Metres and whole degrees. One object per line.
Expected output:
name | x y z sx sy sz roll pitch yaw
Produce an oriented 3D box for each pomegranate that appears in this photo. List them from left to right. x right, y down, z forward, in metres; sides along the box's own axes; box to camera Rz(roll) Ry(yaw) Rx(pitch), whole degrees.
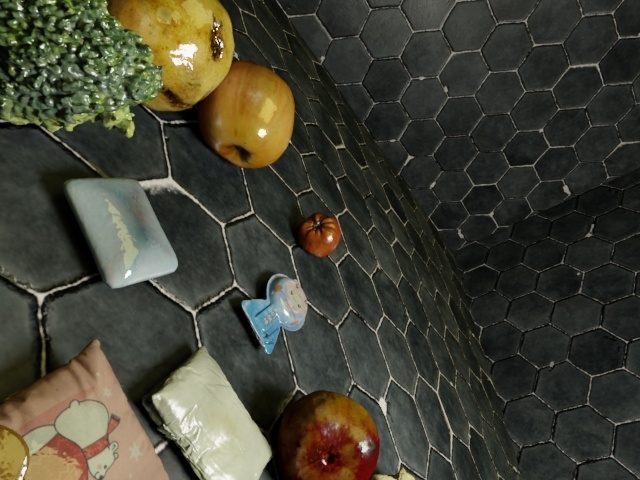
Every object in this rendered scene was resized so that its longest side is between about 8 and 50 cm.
pomegranate | -0.296 -0.383 0.838 0.260 0.260 0.260 45 29 -33

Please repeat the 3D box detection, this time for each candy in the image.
candy | -0.302 -0.018 0.664 0.174 0.071 0.138 63 24 3

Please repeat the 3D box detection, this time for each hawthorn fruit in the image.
hawthorn fruit | 0.004 -0.011 1.216 0.140 0.125 0.125 45 29 -30

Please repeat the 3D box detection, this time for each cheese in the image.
cheese | -0.088 0.146 0.944 0.135 0.052 0.245 61 23 -2

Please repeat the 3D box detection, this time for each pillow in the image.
pillow | -0.268 0.245 0.431 0.223 0.084 0.236 59 25 -3
pillow | -0.161 0.287 0.653 0.229 0.050 0.148 62 30 -8

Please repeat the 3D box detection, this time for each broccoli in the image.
broccoli | -0.398 -0.267 0.647 0.288 0.248 0.245 50 -12 -3

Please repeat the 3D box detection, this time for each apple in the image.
apple | -0.180 -0.292 1.042 0.242 0.242 0.241 42 44 -38

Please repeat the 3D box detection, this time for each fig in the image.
fig | 0.033 0.347 0.819 0.190 0.191 0.290 61 25 -1

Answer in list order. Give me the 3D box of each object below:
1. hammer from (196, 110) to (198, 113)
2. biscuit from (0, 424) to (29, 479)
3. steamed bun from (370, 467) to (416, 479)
hammer | -0.273 -0.347 1.141 0.065 0.021 0.178 58 24 -12
biscuit | -0.333 0.202 0.313 0.205 0.031 0.138 -14 75 -40
steamed bun | 0.169 0.586 0.917 0.192 0.106 0.177 42 8 9
